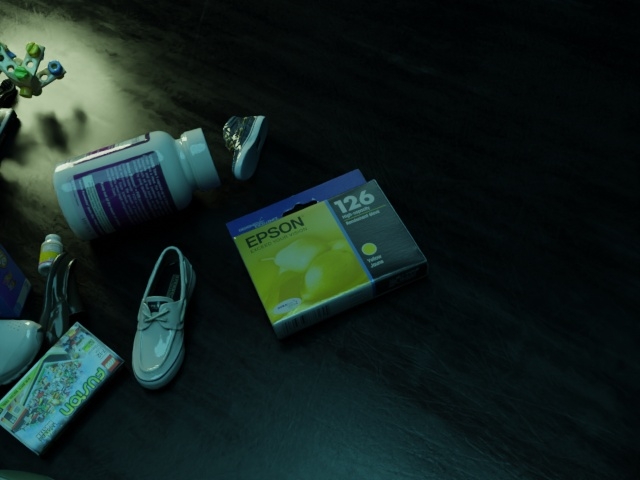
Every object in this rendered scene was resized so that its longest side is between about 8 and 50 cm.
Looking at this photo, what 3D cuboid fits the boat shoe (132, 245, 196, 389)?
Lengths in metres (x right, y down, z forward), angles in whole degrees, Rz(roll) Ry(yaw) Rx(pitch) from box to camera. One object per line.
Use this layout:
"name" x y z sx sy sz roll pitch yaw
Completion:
"boat shoe" -0.284 0.132 1.337 0.096 0.088 0.267 4 54 11

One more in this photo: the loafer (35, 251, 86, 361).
"loafer" -0.479 0.127 1.390 0.078 0.080 0.220 8 62 -14

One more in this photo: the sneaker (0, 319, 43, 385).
"sneaker" -0.623 0.190 1.293 0.297 0.129 0.111 -14 55 14

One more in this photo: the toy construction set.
"toy construction set" -0.761 -0.329 1.701 0.215 0.151 0.327 29 66 -2

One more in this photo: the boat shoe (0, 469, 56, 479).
"boat shoe" -0.434 0.409 1.157 0.228 0.081 0.068 8 84 17

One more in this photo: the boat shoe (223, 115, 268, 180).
"boat shoe" -0.174 -0.198 1.588 0.083 0.065 0.183 4 48 15

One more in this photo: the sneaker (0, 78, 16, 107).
"sneaker" -0.786 -0.357 1.815 0.044 0.040 0.109 -16 36 30

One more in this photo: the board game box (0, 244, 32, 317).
"board game box" -0.708 0.016 1.329 0.233 0.347 0.078 0 53 8

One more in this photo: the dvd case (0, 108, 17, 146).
"dvd case" -0.832 -0.216 1.723 0.179 0.029 0.238 3 54 11

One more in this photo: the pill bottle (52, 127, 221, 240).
"pill bottle" -0.361 -0.121 1.490 0.302 0.169 0.169 -19 53 -5

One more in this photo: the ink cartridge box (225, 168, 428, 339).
"ink cartridge box" 0.000 0.000 1.406 0.304 0.072 0.307 -23 55 -8

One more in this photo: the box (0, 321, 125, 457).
"box" -0.449 0.254 1.278 0.114 0.036 0.207 38 64 4

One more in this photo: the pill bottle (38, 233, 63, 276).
"pill bottle" -0.537 0.029 1.482 0.043 0.043 0.083 -10 52 1
